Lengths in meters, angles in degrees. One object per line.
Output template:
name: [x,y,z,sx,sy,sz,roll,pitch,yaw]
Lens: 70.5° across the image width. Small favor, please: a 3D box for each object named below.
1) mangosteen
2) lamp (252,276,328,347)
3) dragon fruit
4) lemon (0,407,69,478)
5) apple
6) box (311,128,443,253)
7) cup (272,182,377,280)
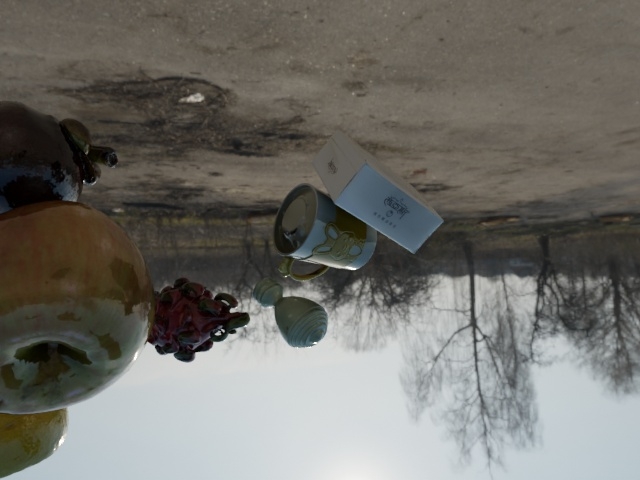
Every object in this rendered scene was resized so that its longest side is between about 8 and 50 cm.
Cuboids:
mangosteen: [-0.671,-0.184,1.040,0.297,0.293,0.297,42,177,3]
lamp: [-0.066,0.150,0.961,0.193,0.106,0.106,36,-160,31]
dragon fruit: [-0.342,0.200,1.177,0.273,0.218,0.198,-28,144,30]
lemon: [-0.734,0.416,1.067,0.241,0.219,0.240,-11,-178,0]
apple: [-0.524,0.116,0.883,0.392,0.391,0.346,-1,-140,-33]
box: [0.133,-0.116,1.080,0.274,0.116,0.203,29,-160,-33]
cup: [0.000,0.000,1.139,0.226,0.241,0.185,19,-164,-33]
